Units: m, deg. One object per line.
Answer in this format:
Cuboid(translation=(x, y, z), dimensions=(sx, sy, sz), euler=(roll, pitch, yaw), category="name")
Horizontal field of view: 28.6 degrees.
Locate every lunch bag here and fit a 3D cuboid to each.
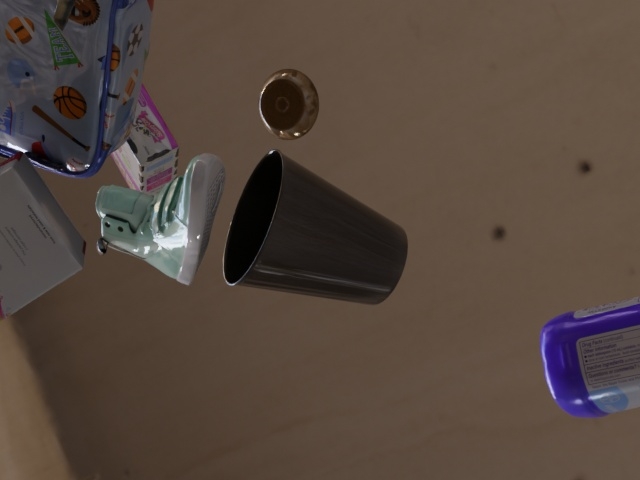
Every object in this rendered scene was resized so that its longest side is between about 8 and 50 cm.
Cuboid(translation=(-0.311, -0.219, 1.353), dimensions=(0.243, 0.303, 0.115), euler=(21, -146, 6), category="lunch bag")

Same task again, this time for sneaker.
Cuboid(translation=(-0.207, -0.039, 1.550), dimensions=(0.151, 0.256, 0.094), euler=(22, -123, -2), category="sneaker")

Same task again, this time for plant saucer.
Cuboid(translation=(-0.041, -0.158, 1.466), dimensions=(0.015, 0.083, 0.083), euler=(-12, -103, -61), category="plant saucer")

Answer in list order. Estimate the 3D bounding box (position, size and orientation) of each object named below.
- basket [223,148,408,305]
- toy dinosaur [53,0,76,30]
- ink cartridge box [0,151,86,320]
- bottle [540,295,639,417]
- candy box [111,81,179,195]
Cuboid(translation=(0.000, 0.000, 1.825), dimensions=(0.227, 0.154, 0.204), euler=(19, -93, -24), category="basket")
Cuboid(translation=(-0.156, -0.309, 1.061), dimensions=(0.118, 0.268, 0.064), euler=(49, 177, -19), category="toy dinosaur")
Cuboid(translation=(-0.351, 0.013, 1.297), dimensions=(0.127, 0.176, 0.128), euler=(58, 179, -16), category="ink cartridge box")
Cuboid(translation=(0.333, 0.080, 1.056), dimensions=(0.118, 0.283, 0.092), euler=(25, -127, -60), category="bottle")
Cuboid(translation=(-0.293, -0.162, 2.004), dimensions=(0.159, 0.071, 0.233), euler=(60, 166, 9), category="candy box")
